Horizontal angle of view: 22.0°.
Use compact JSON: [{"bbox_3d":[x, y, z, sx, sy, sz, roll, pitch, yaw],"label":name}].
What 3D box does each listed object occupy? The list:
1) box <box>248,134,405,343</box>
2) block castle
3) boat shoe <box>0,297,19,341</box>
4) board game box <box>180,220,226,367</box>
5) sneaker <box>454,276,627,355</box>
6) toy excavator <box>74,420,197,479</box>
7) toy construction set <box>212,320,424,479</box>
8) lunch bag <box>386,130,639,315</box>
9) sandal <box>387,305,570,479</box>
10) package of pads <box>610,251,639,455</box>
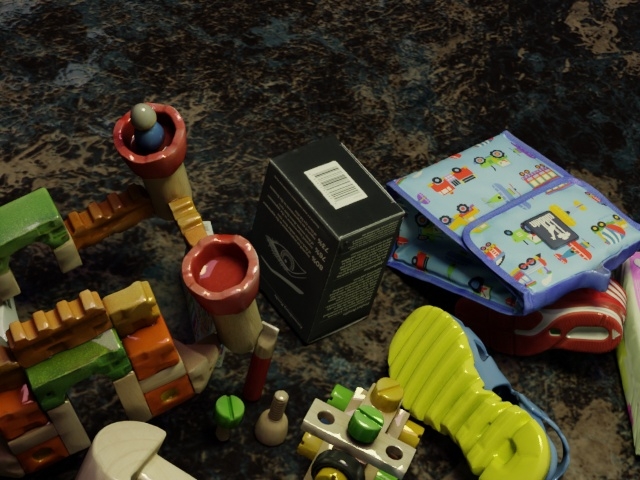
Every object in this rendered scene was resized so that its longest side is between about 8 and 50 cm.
[{"bbox_3d":[0.000,0.000,2.076,0.108,0.207,0.153,-22,58,-31],"label":"box"},{"bbox_3d":[-0.312,0.056,1.848,0.453,0.213,0.303,-25,57,-9],"label":"block castle"},{"bbox_3d":[-0.395,0.091,2.002,0.040,0.049,0.142,-23,52,9],"label":"boat shoe"},{"bbox_3d":[-0.142,0.067,2.047,0.026,0.103,0.154,-3,49,-17],"label":"board game box"},{"bbox_3d":[0.295,0.086,2.158,0.221,0.087,0.128,10,31,17],"label":"sneaker"},{"bbox_3d":[-0.047,0.398,1.701,0.433,0.222,0.445,18,25,-18],"label":"toy excavator"},{"bbox_3d":[0.015,0.210,1.865,0.257,0.237,0.309,-27,59,-33],"label":"toy construction set"},{"bbox_3d":[0.260,0.001,2.142,0.221,0.138,0.293,-25,40,-32],"label":"lunch bag"},{"bbox_3d":[0.197,0.206,2.022,0.138,0.126,0.317,25,22,-47],"label":"sandal"},{"bbox_3d":[0.508,0.149,2.149,0.229,0.101,0.297,5,48,-10],"label":"package of pads"}]
